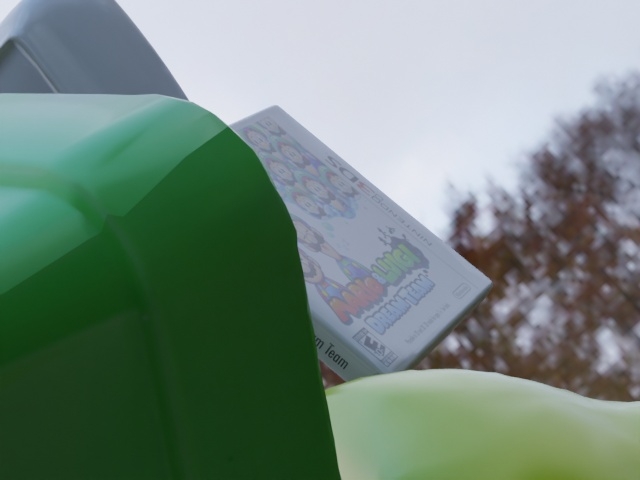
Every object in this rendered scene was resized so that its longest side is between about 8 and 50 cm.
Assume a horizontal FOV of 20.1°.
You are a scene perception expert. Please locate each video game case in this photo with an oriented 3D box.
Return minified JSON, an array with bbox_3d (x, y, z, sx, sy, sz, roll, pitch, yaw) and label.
[{"bbox_3d":[0.000,0.000,0.826,0.019,0.143,0.157,-53,-8,24],"label":"video game case"}]

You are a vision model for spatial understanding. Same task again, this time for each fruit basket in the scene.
[{"bbox_3d":[-0.036,0.131,0.481,0.392,0.283,0.392,-6,-81,-43],"label":"fruit basket"}]

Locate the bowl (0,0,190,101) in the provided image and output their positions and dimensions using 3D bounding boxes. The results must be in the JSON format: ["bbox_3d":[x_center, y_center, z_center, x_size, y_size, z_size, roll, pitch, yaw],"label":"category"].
[{"bbox_3d":[-0.135,-0.049,0.921,0.053,0.142,0.142,-19,-22,-51],"label":"bowl"}]
